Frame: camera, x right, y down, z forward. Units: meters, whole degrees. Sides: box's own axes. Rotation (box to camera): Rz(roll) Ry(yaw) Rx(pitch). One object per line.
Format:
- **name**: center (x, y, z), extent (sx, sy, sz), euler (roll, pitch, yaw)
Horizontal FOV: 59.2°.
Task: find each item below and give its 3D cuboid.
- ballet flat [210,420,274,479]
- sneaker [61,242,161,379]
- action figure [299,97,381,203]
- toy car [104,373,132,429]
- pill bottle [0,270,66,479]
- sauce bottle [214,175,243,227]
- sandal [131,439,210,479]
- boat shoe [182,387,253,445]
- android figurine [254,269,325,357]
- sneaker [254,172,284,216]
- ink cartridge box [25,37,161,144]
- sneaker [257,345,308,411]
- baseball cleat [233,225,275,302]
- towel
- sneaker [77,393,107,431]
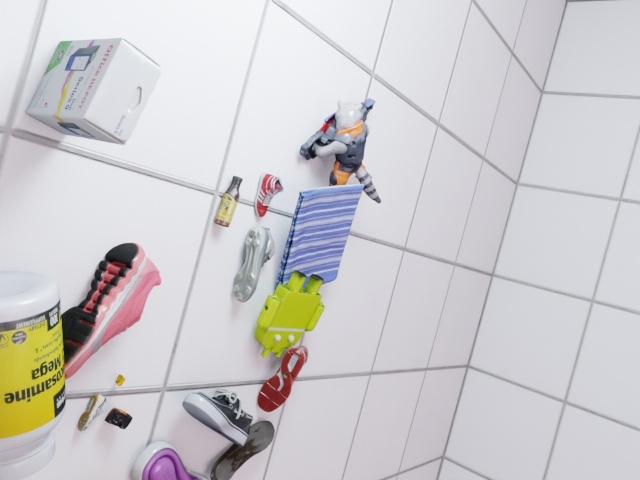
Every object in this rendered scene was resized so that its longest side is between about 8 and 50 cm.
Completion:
- **ballet flat**: center (-0.228, 0.612, 1.638), extent (0.250, 0.058, 0.084), euler (-35, 93, -47)
- **sneaker**: center (-0.432, 0.162, 1.159), extent (0.313, 0.116, 0.136), euler (-59, 142, -20)
- **action figure**: center (0.110, -0.275, 1.658), extent (0.341, 0.179, 0.330), euler (-46, 145, -28)
- **toy car**: center (-0.446, 0.361, 1.272), extent (0.060, 0.041, 0.121), euler (19, 90, -32)
- **pill bottle**: center (-0.546, 0.235, 0.977), extent (0.188, 0.188, 0.333), euler (-15, 114, -49)
- **sauce bottle**: center (-0.225, -0.097, 1.395), extent (0.042, 0.042, 0.128), euler (25, 80, -53)
- **sandal**: center (-0.352, 0.673, 1.452), extent (0.169, 0.102, 0.416), euler (-51, 137, -28)
- **boat shoe**: center (-0.256, 0.448, 1.492), extent (0.104, 0.113, 0.306), euler (-63, 145, -26)
- **android figurine**: center (-0.090, 0.218, 1.625), extent (0.248, 0.056, 0.272), euler (19, 101, -54)
- **sneaker**: center (-0.134, -0.115, 1.482), extent (0.042, 0.067, 0.118), euler (-3, 104, -51)
- **ink cartridge box**: center (-0.394, -0.260, 0.976), extent (0.093, 0.213, 0.154), euler (33, 77, -52)
- **sneaker**: center (-0.098, 0.414, 1.704), extent (0.221, 0.087, 0.128), euler (-54, 167, 8)
- **baseball cleat**: center (-0.167, 0.066, 1.503), extent (0.109, 0.072, 0.205), euler (6, 101, -59)
- **towel**: center (0.000, 0.000, 1.623), extent (0.243, 0.040, 0.335), euler (-11, 128, -41)
- **sneaker**: center (-0.493, 0.377, 1.225), extent (0.037, 0.032, 0.083), euler (45, 67, -49)
